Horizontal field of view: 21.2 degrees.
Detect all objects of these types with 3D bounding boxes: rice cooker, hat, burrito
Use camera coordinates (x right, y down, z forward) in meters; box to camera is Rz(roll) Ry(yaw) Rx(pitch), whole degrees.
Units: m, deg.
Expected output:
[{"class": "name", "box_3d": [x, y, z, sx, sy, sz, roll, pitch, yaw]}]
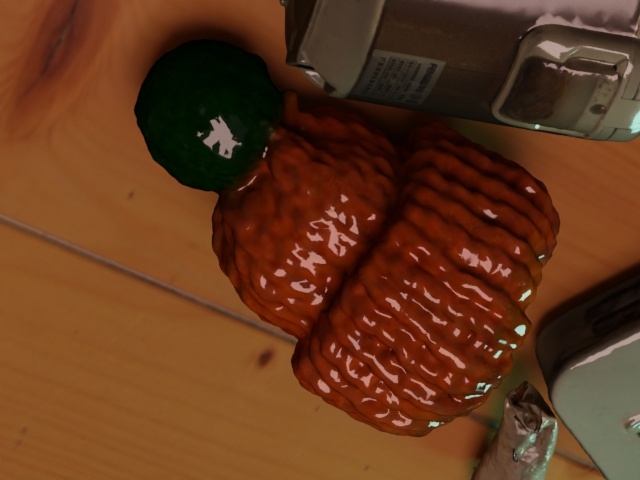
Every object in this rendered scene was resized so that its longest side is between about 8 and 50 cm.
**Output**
[{"class": "rice cooker", "box_3d": [0.152, -0.243, 1.330, 0.325, 0.335, 0.335, 10, 125, -9]}, {"class": "hat", "box_3d": [0.000, 0.000, 1.545, 0.400, 0.285, 0.285, 24, 121, -17]}, {"class": "burrito", "box_3d": [0.209, 0.229, 1.820, 0.060, 0.087, 0.226, -29, 150, -27]}]

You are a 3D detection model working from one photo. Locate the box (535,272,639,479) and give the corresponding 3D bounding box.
[{"class": "box", "box_3d": [0.474, 0.156, 1.789, 0.396, 0.111, 0.396, -28, 125, 16]}]
